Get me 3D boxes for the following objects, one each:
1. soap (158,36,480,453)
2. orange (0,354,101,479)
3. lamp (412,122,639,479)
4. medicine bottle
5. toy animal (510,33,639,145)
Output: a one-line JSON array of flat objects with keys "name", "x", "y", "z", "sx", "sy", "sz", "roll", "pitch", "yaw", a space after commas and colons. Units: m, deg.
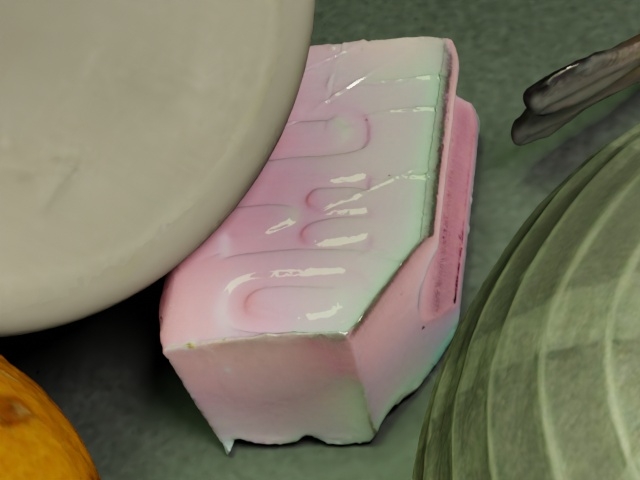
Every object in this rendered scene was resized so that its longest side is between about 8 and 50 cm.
[{"name": "soap", "x": 0.000, "y": 0.000, "z": 0.578, "sx": 0.100, "sy": 0.056, "sz": 0.149, "roll": -3, "pitch": 52, "yaw": 19}, {"name": "orange", "x": -0.161, "y": 0.122, "z": 0.452, "sx": 0.224, "sy": 0.170, "sz": 0.224, "roll": -22, "pitch": 10, "yaw": 4}, {"name": "lamp", "x": 0.129, "y": 0.078, "z": 0.362, "sx": 0.233, "sy": 0.233, "sz": 0.265, "roll": 1, "pitch": 56, "yaw": 19}, {"name": "medicine bottle", "x": -0.175, "y": -0.120, "z": 0.603, "sx": 0.208, "sy": 0.208, "sz": 0.340, "roll": -41, "pitch": 40, "yaw": -15}, {"name": "toy animal", "x": 0.184, "y": -0.204, "z": 0.637, "sx": 0.302, "sy": 0.225, "sz": 0.284, "roll": -13, "pitch": 69, "yaw": -7}]
